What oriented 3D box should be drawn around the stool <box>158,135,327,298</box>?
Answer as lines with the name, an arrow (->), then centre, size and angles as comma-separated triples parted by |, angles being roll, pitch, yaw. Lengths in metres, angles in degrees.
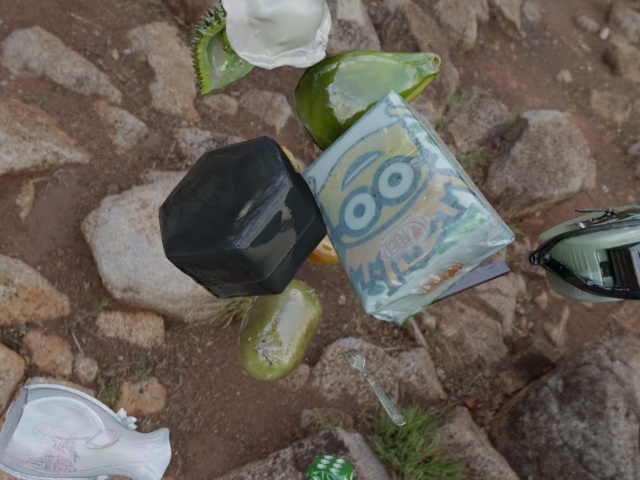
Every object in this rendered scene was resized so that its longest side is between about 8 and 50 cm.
stool -> -0.113, -0.030, 0.772 | 0.141, 0.232, 0.232 | 52, 26, -44

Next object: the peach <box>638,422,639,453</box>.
peach -> 0.463, 0.221, 0.626 | 0.179, 0.179, 0.103 | -8, 33, -31

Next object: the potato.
potato -> -0.135, 0.279, 1.585 | 0.219, 0.269, 0.359 | 38, 35, -7

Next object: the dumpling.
dumpling -> -0.064, -0.343, 0.827 | 0.229, 0.151, 0.124 | 3, 9, -42

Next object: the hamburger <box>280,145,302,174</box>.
hamburger -> -0.126, -0.127, 1.282 | 0.144, 0.157, 0.282 | 37, 57, -27

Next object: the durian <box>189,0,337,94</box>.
durian -> -0.148, -0.459, 1.126 | 0.169, 0.356, 0.157 | 54, 34, -36

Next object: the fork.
fork -> 0.095, 0.268, 0.991 | 0.034, 0.028, 0.219 | -14, 31, -20

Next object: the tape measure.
tape measure -> 0.400, 0.008, 0.691 | 0.207, 0.235, 0.115 | -14, 94, 1

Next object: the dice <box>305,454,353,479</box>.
dice -> 0.029, 0.764, 1.666 | 0.131, 0.120, 0.128 | 8, 2, 22

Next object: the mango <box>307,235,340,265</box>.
mango -> -0.004, 0.004, 1.678 | 0.221, 0.120, 0.151 | 35, 60, -12

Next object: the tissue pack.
tissue pack -> 0.119, -0.056, 0.833 | 0.128, 0.228, 0.310 | 25, 31, -45

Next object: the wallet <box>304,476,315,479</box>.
wallet -> -0.075, 0.587, 0.996 | 0.245, 0.052, 0.168 | -24, 72, -23

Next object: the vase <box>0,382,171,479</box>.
vase -> -0.647, 0.570, 1.477 | 0.446, 0.250, 0.249 | 30, 41, -30

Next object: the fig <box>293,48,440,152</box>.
fig -> 0.096, -0.277, 0.978 | 0.206, 0.275, 0.206 | 39, 38, -38

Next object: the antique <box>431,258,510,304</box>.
antique -> 0.263, 0.076, 0.963 | 0.192, 0.015, 0.031 | -18, 56, -20
